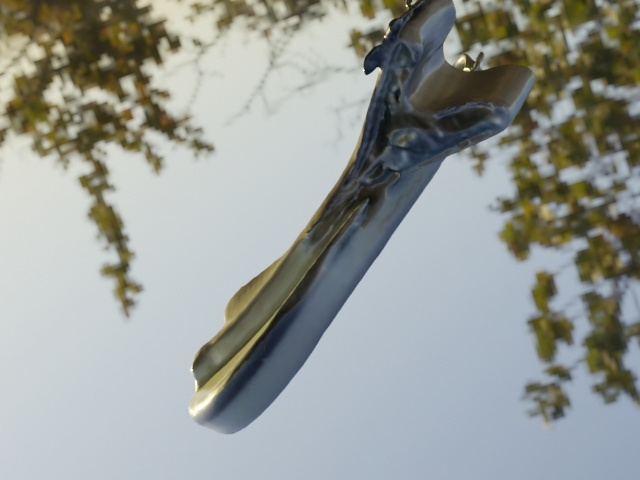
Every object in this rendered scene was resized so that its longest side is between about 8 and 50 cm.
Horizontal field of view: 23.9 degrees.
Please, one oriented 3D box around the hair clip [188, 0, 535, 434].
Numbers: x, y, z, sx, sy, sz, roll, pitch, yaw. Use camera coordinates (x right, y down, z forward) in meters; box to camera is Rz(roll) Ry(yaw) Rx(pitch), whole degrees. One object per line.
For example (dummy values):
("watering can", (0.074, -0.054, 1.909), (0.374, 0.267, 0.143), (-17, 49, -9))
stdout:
("hair clip", (0.000, 0.000, 0.571), (0.220, 0.054, 0.140), (-53, -175, 37))
